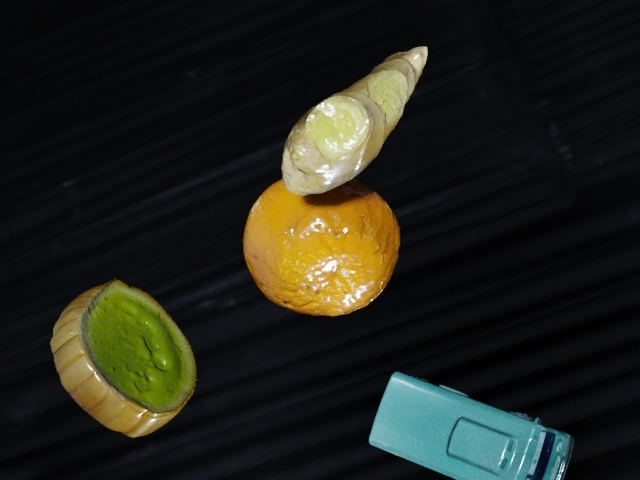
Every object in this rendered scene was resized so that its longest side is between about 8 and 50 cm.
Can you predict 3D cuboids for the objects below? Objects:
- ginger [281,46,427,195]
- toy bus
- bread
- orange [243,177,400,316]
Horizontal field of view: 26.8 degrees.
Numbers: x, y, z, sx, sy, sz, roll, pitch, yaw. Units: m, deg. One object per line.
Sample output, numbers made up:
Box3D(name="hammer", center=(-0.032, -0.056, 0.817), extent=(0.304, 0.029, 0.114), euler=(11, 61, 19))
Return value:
Box3D(name="ginger", center=(0.046, -0.138, 1.480), extent=(0.086, 0.131, 0.294), euler=(35, 37, 5))
Box3D(name="toy bus", center=(0.211, 0.283, 1.902), extent=(0.147, 0.256, 0.128), euler=(26, 83, -57))
Box3D(name="bread", center=(-0.283, 0.168, 1.949), extent=(0.236, 0.070, 0.236), euler=(34, 34, -27))
Box3D(name="orange", center=(0.000, 0.000, 1.637), extent=(0.161, 0.193, 0.193), euler=(-100, 167, -46))
